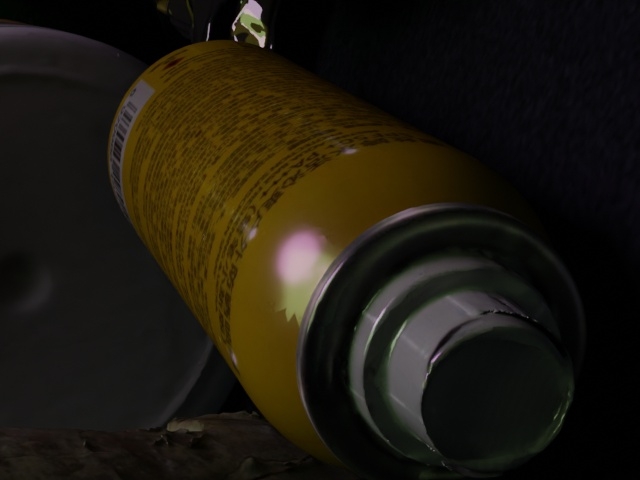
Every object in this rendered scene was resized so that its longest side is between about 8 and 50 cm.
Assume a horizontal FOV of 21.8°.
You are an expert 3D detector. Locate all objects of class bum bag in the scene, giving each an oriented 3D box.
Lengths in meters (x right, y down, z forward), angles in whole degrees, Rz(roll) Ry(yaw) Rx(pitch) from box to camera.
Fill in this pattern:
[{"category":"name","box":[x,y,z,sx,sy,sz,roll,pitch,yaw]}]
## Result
[{"category":"bum bag","box":[-0.054,-0.132,0.913,0.106,0.060,0.232,-64,25,21]}]

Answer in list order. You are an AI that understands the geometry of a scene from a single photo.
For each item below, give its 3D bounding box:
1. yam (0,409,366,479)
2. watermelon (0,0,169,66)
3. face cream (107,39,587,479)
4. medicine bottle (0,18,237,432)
[{"category":"yam","box":[-0.081,0.122,0.524,0.154,0.254,0.154,-23,64,59]},{"category":"watermelon","box":[-0.217,-0.105,1.077,0.242,0.242,0.242,-164,90,-71]},{"category":"face cream","box":[0.000,0.000,0.584,0.349,0.105,0.105,-140,67,-70]},{"category":"medicine bottle","box":[-0.170,0.004,0.857,0.232,0.238,0.237,-158,85,-71]}]
